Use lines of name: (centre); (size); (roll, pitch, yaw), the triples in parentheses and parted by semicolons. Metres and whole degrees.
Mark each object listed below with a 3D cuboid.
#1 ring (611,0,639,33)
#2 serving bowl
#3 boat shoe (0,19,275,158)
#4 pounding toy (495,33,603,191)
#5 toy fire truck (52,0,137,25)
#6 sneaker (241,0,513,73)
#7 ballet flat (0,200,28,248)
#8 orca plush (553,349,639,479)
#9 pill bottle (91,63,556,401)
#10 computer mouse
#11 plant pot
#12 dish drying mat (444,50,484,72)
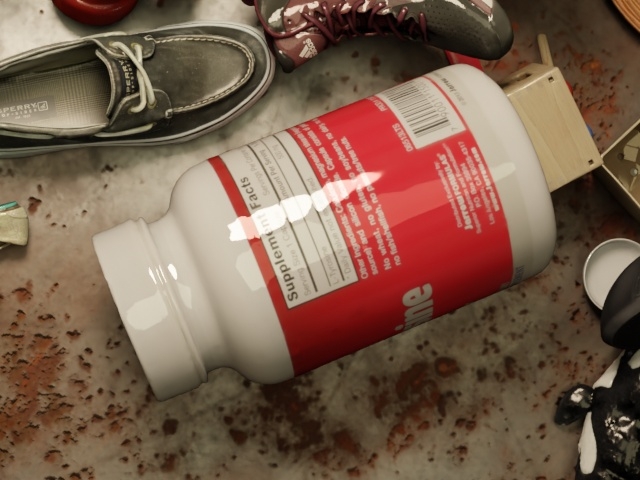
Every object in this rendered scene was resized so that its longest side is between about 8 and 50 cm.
ring: (0.453, -0.354, 1.370); (0.337, 0.032, 0.336); (0, 87, -7)
serving bowl: (0.322, 0.040, 1.339); (0.083, 0.027, 0.083); (0, 88, -7)
boat shoe: (-0.203, -0.147, 1.229); (0.335, 0.119, 0.121); (-16, 90, -8)
pounding toy: (0.233, -0.136, 1.290); (0.100, 0.141, 0.130); (-28, 101, 2)
toy fire truck: (-0.241, -0.379, 1.224); (0.302, 0.169, 0.254); (23, 67, -7)
sneaker: (0.040, -0.212, 1.233); (0.281, 0.106, 0.162); (30, 70, 22)
ballet flat: (-0.377, 0.000, 1.235); (0.168, 0.057, 0.052); (-10, 99, -8)
orca plush: (0.312, 0.231, 1.293); (0.151, 0.102, 0.287); (41, 84, -4)
pill bottle: (0.000, 0.000, 1.197); (0.408, 0.229, 0.229); (-22, 91, -7)
computer mouse: (0.408, 0.035, 1.285); (0.272, 0.188, 0.072); (-17, 59, -7)
plant pot: (0.352, -0.078, 1.313); (0.109, 0.096, 0.109); (-43, 94, -6)
dish drying mat: (0.159, -0.187, 1.336); (0.032, 0.008, 0.083); (-23, 90, -9)
